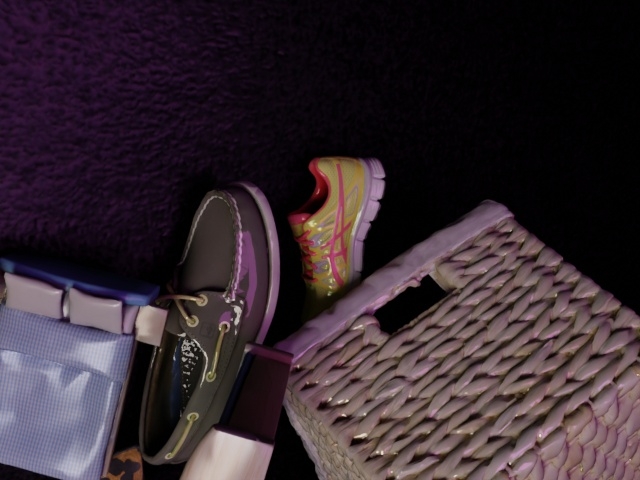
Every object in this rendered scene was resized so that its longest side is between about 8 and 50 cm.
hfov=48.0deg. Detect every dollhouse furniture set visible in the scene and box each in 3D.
[{"bbox_3d":[-0.204,0.189,0.601,0.303,0.198,0.286,17,99,0],"label":"dollhouse furniture set"}]

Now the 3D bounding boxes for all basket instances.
[{"bbox_3d":[0.168,0.204,0.801,0.328,0.266,0.331,-33,137,-14],"label":"basket"}]

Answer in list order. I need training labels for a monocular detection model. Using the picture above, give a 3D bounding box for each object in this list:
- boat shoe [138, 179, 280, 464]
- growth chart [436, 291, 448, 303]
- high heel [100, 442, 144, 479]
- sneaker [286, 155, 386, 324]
[{"bbox_3d":[-0.119,0.088,0.727,0.091,0.109,0.305,-4,111,-47],"label":"boat shoe"},{"bbox_3d":[0.232,0.136,1.020,0.237,0.021,0.172,34,87,-34],"label":"growth chart"},{"bbox_3d":[-0.167,0.339,0.789,0.261,0.093,0.186,34,89,-28],"label":"high heel"},{"bbox_3d":[0.000,0.000,0.806,0.094,0.081,0.208,12,93,-25],"label":"sneaker"}]
